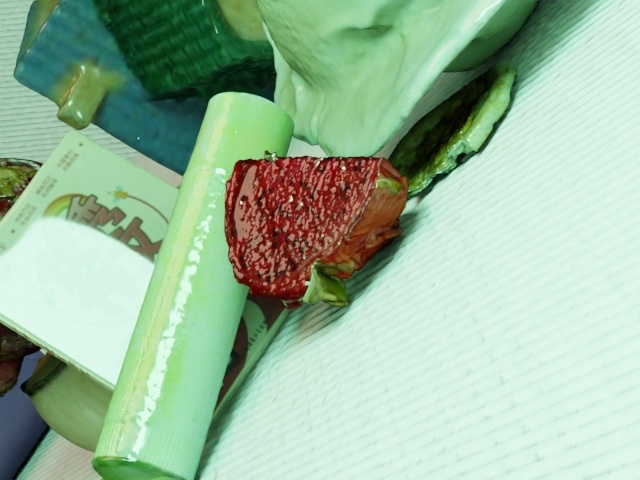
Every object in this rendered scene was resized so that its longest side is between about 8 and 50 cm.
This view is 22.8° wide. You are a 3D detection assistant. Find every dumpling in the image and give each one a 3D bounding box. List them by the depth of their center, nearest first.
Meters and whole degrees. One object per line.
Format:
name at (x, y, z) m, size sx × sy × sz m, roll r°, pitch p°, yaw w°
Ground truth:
dumpling at (0.052, -0.205, 1.178) m, size 0.270 × 0.212 × 0.321 m, roll -43°, pitch -8°, yaw -17°

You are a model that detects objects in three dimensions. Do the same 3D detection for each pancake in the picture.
pancake at (0.093, -0.078, 1.124) m, size 0.129 × 0.022 × 0.116 m, roll -35°, pitch 20°, yaw 41°

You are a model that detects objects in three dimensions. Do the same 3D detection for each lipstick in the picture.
lipstick at (-0.089, 0.037, 1.154) m, size 0.076 × 0.076 × 0.304 m, roll -30°, pitch 39°, yaw 60°

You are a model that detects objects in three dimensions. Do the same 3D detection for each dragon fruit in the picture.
dragon fruit at (0.000, 0.000, 1.103) m, size 0.162 × 0.083 × 0.106 m, roll 3°, pitch 72°, yaw 44°

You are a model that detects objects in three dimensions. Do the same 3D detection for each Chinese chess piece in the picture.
Chinese chess piece at (-0.149, 0.067, 1.392) m, size 0.257 × 0.104 × 0.257 m, roll -48°, pitch 13°, yaw 15°

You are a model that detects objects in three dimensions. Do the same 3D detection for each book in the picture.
book at (-0.143, 0.030, 1.212) m, size 0.162 × 0.232 × 0.022 m, roll -55°, pitch -15°, yaw -20°

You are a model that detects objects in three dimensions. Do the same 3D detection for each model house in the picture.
model house at (-0.116, -0.248, 1.796) m, size 0.382 × 0.334 × 0.343 m, roll -19°, pitch 45°, yaw 60°

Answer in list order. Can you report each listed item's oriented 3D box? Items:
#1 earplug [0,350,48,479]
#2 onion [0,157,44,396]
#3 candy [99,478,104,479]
earplug at (-0.469, 0.294, 1.699) m, size 0.215 × 0.215 × 0.456 m, roll -33°, pitch 25°, yaw 56°
onion at (-0.260, 0.044, 1.341) m, size 0.195 × 0.139 × 0.218 m, roll -82°, pitch -5°, yaw -63°
candy at (-0.190, 0.248, 1.056) m, size 0.187 × 0.081 × 0.297 m, roll -51°, pitch 12°, yaw -6°
